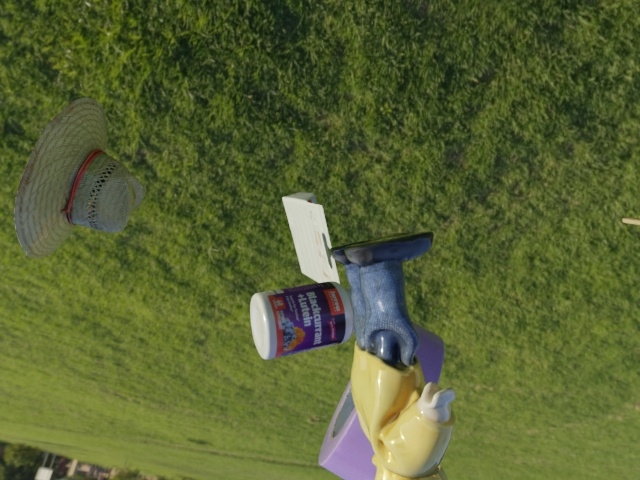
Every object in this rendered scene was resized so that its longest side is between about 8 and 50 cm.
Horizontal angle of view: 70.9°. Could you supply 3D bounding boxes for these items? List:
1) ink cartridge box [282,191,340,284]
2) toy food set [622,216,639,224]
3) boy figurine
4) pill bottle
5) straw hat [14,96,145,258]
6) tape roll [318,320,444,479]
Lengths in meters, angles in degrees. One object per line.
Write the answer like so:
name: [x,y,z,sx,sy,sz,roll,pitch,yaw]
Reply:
ink cartridge box: [0.000,0.000,0.927,0.066,0.189,0.232,-20,-165,-23]
toy food set: [0.278,-0.012,0.309,0.122,0.019,0.078,-10,-167,-17]
boy figurine: [0.076,0.136,0.405,0.092,0.285,0.177,-11,179,-12]
pill bottle: [-0.011,0.126,0.747,0.194,0.108,0.108,-7,158,-22]
straw hat: [-0.183,-0.039,0.378,0.061,0.144,0.144,22,150,-8]
tape roll: [0.099,0.261,0.750,0.090,0.274,0.275,29,152,6]
